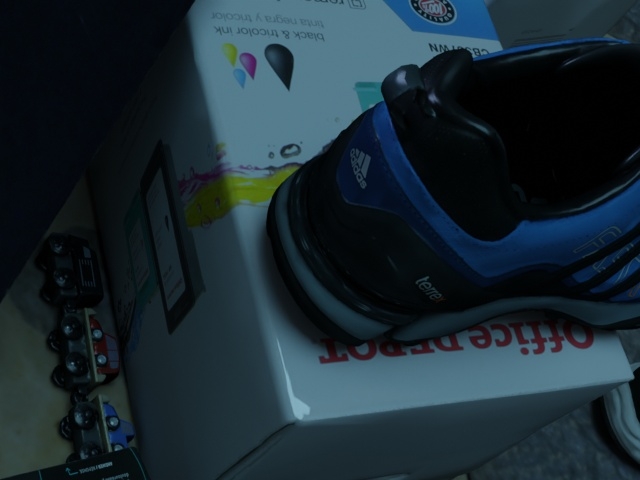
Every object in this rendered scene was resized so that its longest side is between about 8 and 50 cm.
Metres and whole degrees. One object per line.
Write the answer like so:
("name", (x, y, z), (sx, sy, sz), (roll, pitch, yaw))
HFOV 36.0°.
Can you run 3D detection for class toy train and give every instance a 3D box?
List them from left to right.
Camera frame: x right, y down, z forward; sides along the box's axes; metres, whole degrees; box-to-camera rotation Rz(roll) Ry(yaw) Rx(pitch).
("toy train", (-0.133, 0.067, 0.560), (0.036, 0.027, 0.158), (6, 57, -37))

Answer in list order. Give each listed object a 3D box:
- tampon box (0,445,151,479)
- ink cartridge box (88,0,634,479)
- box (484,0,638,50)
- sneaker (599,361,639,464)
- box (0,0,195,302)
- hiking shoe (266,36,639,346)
("tampon box", (-0.116, 0.190, 0.415), (0.120, 0.101, 0.161), (4, 53, -61))
("ink cartridge box", (0.000, 0.000, 0.560), (0.198, 0.197, 0.270), (-2, 63, -29))
("box", (0.071, -0.273, 0.761), (0.168, 0.215, 0.345), (-14, 68, -34))
("sneaker", (0.342, 0.129, 0.720), (0.272, 0.108, 0.100), (10, 55, -24))
("box", (-0.222, -0.158, 0.434), (0.313, 0.179, 0.343), (3, 52, 28))
("hiking shoe", (0.131, -0.025, 0.433), (0.304, 0.132, 0.113), (-12, 68, -34))
